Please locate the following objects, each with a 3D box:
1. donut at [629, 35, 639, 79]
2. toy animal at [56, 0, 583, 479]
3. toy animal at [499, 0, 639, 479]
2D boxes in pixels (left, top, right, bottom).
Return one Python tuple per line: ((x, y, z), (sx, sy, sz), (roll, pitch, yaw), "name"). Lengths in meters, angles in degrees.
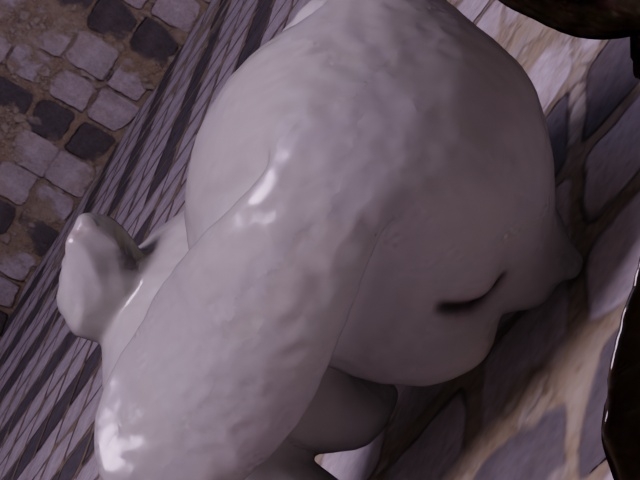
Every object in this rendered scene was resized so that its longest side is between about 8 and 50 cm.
((0.175, -0.098, 0.677), (0.140, 0.059, 0.140), (-56, 12, 18), "donut")
((0.000, 0.000, 0.822), (0.265, 0.206, 0.272), (-50, 13, 54), "toy animal")
((0.137, -0.072, 0.503), (0.160, 0.197, 0.272), (-37, 21, 54), "toy animal")
